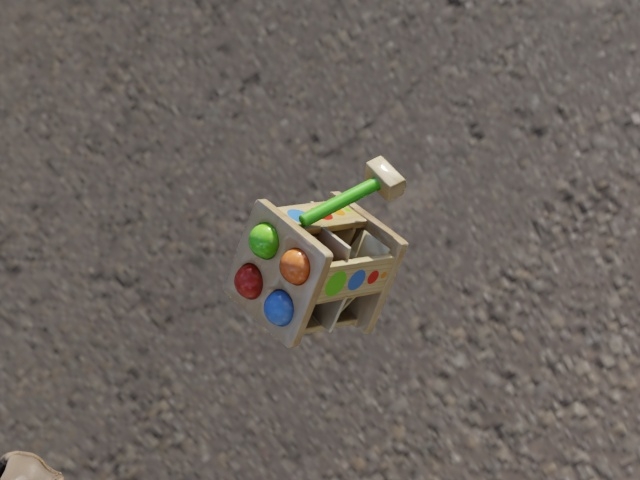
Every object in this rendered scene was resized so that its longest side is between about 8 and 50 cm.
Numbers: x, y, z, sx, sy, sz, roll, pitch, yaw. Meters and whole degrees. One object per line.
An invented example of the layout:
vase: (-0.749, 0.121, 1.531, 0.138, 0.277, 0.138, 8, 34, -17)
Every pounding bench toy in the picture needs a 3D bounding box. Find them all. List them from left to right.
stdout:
pounding bench toy: (0.000, 0.000, 0.700, 0.052, 0.065, 0.083, 39, 119, 34)

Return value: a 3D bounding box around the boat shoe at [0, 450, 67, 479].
boat shoe: (-0.202, 0.224, 0.585, 0.324, 0.096, 0.116, -44, 6, -15)
